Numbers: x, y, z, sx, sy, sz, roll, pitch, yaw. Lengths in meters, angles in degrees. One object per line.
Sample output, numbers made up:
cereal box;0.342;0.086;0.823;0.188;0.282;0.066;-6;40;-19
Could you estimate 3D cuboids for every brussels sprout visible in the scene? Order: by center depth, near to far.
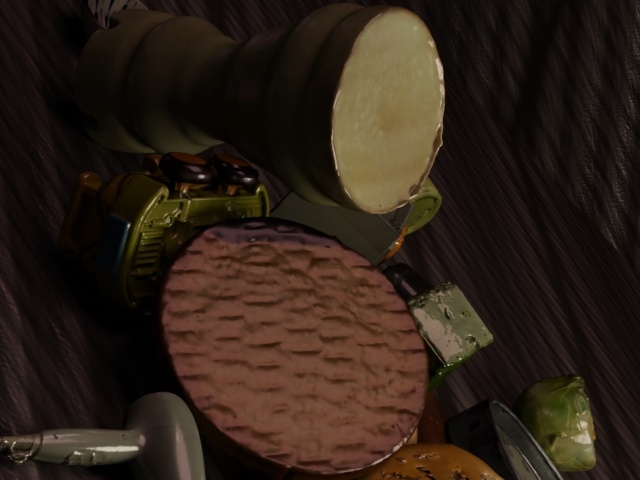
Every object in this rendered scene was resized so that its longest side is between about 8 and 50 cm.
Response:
brussels sprout;0.340;0.275;2.280;0.149;0.122;0.151;-90;168;-56

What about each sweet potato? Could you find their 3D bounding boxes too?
sweet potato;0.142;0.262;1.985;0.314;0.066;0.072;-92;174;-66

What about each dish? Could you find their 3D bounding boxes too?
dish;-0.279;-0.280;2.189;0.190;0.066;0.191;36;23;-19

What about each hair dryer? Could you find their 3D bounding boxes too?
hair dryer;-0.197;0.221;1.405;0.237;0.075;0.206;19;39;-38

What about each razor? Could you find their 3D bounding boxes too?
razor;0.149;0.100;2.324;0.148;0.054;0.090;49;24;12

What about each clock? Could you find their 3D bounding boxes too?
clock;0.275;0.347;1.983;0.319;0.066;0.319;53;13;-17

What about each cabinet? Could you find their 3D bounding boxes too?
cabinet;0.000;0.000;1.991;0.150;0.206;0.145;45;19;-3

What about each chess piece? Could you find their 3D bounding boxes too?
chess piece;-0.090;-0.172;1.855;0.442;0.234;0.234;10;-5;37

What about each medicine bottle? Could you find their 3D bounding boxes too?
medicine bottle;0.095;-0.126;2.569;0.124;0.124;0.239;18;33;-53

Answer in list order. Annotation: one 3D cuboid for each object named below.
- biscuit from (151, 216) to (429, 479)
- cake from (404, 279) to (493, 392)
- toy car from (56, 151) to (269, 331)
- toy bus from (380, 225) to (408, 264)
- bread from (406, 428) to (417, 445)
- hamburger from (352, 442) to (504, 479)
biscuit;-0.029;0.112;1.629;0.318;0.040;0.318;15;51;-19
cake;0.108;0.143;1.884;0.099;0.235;0.100;-27;76;-33
toy car;-0.177;-0.014;1.728;0.142;0.200;0.248;26;13;30
toy bus;0.070;-0.014;2.365;0.162;0.069;0.074;25;29;-42
bread;-0.004;0.171;1.765;0.244;0.134;0.244;42;17;-16
hamburger;0.135;0.363;1.630;0.284;0.174;0.304;-3;44;-50
